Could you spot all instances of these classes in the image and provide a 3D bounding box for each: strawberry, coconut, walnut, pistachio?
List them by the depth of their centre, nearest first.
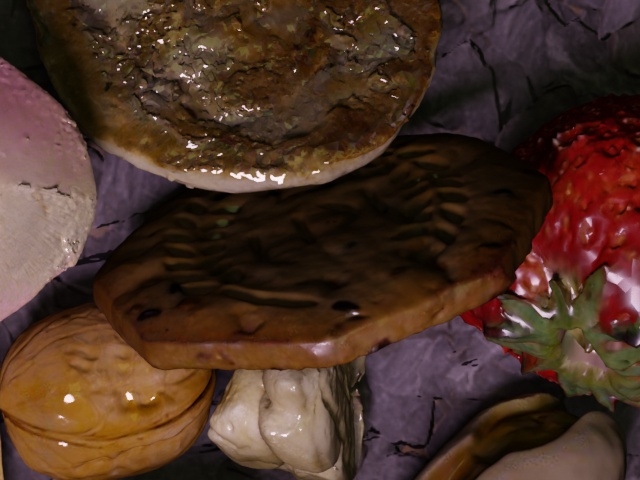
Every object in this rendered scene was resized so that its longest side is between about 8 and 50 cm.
[{"bbox_3d":[-0.289,-0.033,1.362,0.233,0.245,0.233,0,91,-16],"label":"coconut"},{"bbox_3d":[-0.166,0.118,1.454,0.180,0.144,0.144,-18,94,-23],"label":"walnut"},{"bbox_3d":[0.146,0.255,1.530,0.288,0.166,0.197,-42,128,-18],"label":"pistachio"},{"bbox_3d":[0.250,-0.006,1.533,0.257,0.257,0.277,28,65,-14],"label":"strawberry"}]

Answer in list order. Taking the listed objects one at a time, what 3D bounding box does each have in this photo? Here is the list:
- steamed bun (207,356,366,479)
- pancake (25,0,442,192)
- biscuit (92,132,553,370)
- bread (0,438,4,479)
[{"bbox_3d":[-0.029,0.107,1.478,0.106,0.192,0.178,0,85,11],"label":"steamed bun"},{"bbox_3d":[-0.068,-0.200,1.487,0.356,0.065,0.356,2,71,-5],"label":"pancake"},{"bbox_3d":[0.001,-0.001,1.406,0.359,0.359,0.046,-21,116,-16],"label":"biscuit"},{"bbox_3d":[-0.323,0.209,1.399,0.152,0.119,0.288,-4,91,24],"label":"bread"}]
